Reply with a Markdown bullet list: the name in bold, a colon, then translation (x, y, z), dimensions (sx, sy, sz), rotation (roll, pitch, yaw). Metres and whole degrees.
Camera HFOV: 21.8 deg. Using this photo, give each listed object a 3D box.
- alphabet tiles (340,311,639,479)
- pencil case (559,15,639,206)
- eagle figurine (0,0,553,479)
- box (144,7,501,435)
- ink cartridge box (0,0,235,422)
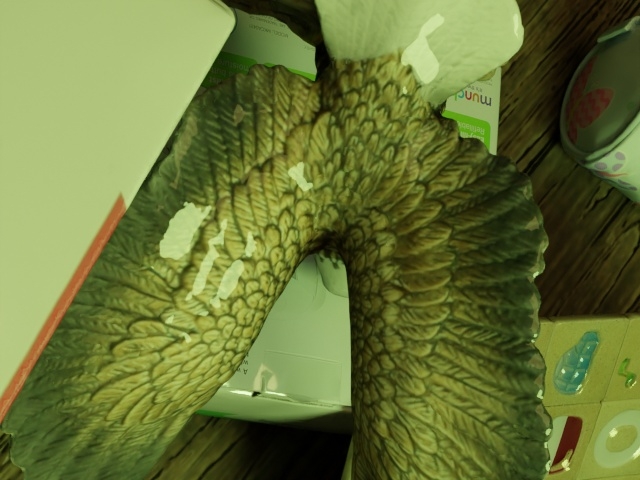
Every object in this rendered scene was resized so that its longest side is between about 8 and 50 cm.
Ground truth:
- **alphabet tiles**: translation (0.147, 0.171, 1.030), dimensions (0.342, 0.011, 0.285), rotation (-1, 117, -32)
- **pencil case**: translation (0.303, -0.054, 1.200), dimensions (0.273, 0.113, 0.124), rotation (27, 78, -25)
- **eagle figurine**: translation (0.004, 0.006, 0.816), dimensions (0.225, 0.226, 0.298), rotation (41, 55, -41)
- **box**: translation (-0.033, -0.011, 0.976), dimensions (0.262, 0.127, 0.231), rotation (11, 76, -30)
- **ink cartridge box**: translation (-0.199, -0.017, 0.767), dimensions (0.131, 0.306, 0.226), rotation (36, 64, -22)
